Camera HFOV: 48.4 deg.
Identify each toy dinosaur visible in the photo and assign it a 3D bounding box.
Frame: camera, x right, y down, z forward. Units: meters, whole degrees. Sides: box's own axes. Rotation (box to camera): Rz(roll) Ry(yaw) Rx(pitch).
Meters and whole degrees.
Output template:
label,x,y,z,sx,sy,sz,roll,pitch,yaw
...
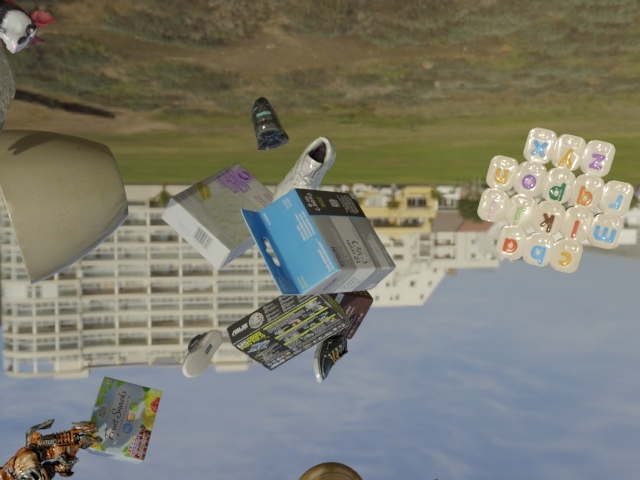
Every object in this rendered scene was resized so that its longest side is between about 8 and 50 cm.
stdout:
label,x,y,z,sx,sy,sz,roll,pitch,yaw
toy dinosaur,-0.686,0.567,1.735,0.322,0.218,0.164,-25,180,-5

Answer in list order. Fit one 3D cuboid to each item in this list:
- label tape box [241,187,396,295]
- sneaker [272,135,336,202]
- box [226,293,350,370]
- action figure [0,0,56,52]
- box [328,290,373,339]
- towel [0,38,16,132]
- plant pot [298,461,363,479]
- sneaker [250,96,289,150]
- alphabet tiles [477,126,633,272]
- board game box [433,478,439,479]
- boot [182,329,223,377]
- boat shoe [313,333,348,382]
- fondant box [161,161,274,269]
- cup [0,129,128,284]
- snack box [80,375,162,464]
label,x,y,z,sx,sy,sz,roll,pitch,yaw
label tape box,0.000,0.000,1.758,0.115,0.249,0.348,-42,154,30
sneaker,-0.060,-0.187,2.136,0.114,0.305,0.152,29,176,4
box,-0.082,0.230,1.911,0.270,0.060,0.216,-32,142,9
action figure,-0.549,-0.340,0.959,0.370,0.248,0.276,14,-161,-49
box,0.023,0.191,2.260,0.203,0.168,0.167,13,-154,-33
towel,-0.581,-0.262,1.206,0.049,0.187,0.282,11,158,-10
plant pot,0.031,0.760,2.041,0.236,0.236,0.032,-1,171,-12
sneaker,-0.149,-0.334,2.070,0.101,0.106,0.267,-15,174,-4
alphabet tiles,0.475,-0.081,1.452,0.284,0.278,0.021,14,-163,10
board game box,0.145,0.568,1.443,0.124,0.039,0.259,-33,166,-42
boot,-0.358,0.331,2.047,0.086,0.069,0.190,-18,-161,34
boat shoe,0.031,0.331,2.041,0.083,0.065,0.183,-10,-149,13
fondant box,-0.279,-0.083,2.151,0.238,0.096,0.330,42,-142,8
cup,-0.555,-0.099,1.534,0.237,0.331,0.331,-19,-170,-22
snack box,-0.565,0.512,2.025,0.174,0.207,0.070,19,146,-14
